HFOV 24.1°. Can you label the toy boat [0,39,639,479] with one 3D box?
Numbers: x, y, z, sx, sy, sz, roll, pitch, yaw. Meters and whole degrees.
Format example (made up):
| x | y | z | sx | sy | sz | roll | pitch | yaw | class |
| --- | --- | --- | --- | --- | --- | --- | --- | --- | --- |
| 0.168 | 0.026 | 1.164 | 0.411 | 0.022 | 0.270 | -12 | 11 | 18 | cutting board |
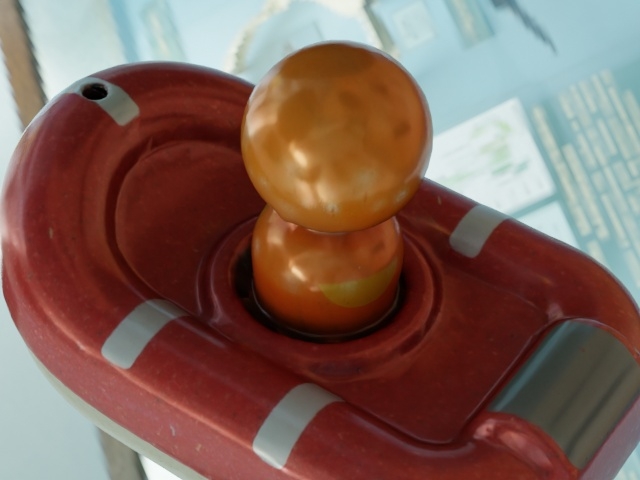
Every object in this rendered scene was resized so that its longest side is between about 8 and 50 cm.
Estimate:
| x | y | z | sx | sy | sz | roll | pitch | yaw | class |
| --- | --- | --- | --- | --- | --- | --- | --- | --- | --- |
| 0.000 | 0.000 | 0.494 | 0.151 | 0.231 | 0.151 | -44 | -29 | -40 | toy boat |
